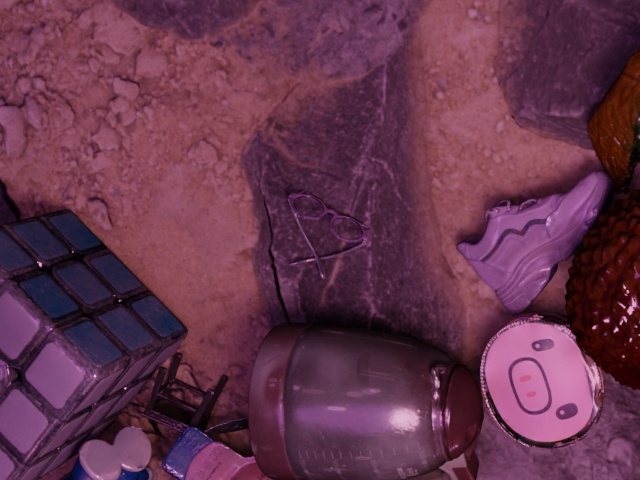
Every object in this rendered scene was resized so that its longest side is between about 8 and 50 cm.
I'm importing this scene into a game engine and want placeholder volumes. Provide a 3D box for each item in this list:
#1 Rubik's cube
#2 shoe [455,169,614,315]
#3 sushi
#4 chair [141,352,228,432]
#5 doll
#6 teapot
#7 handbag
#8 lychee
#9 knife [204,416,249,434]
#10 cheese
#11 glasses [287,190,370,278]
[{"bbox_3d":[-0.446,0.170,1.907,0.305,0.301,0.303,42,110,8],"label":"Rubik's cube"},{"bbox_3d":[0.301,-0.020,1.731,0.138,0.095,0.245,39,116,5],"label":"shoe"},{"bbox_3d":[0.451,-0.181,1.620,0.140,0.149,0.287,36,109,7],"label":"sushi"},{"bbox_3d":[-0.234,0.302,1.981,0.101,0.084,0.212,24,107,10],"label":"chair"},{"bbox_3d":[-0.364,0.406,1.983,0.161,0.215,0.256,55,132,36],"label":"doll"},{"bbox_3d":[0.088,0.271,1.801,0.312,0.233,0.315,2,134,21],"label":"teapot"},{"bbox_3d":[0.315,0.199,1.756,0.179,0.116,0.205,-19,93,20],"label":"handbag"},{"bbox_3d":[0.455,0.074,1.602,0.276,0.276,0.304,2,70,18],"label":"lychee"},{"bbox_3d":[-0.102,0.283,1.942,0.170,0.010,0.023,-13,104,1],"label":"knife"},{"bbox_3d":[-0.112,0.399,1.938,0.286,0.074,0.189,33,103,-5],"label":"cheese"},{"bbox_3d":[0.000,0.000,1.873,0.140,0.062,0.103,28,130,12],"label":"glasses"}]
